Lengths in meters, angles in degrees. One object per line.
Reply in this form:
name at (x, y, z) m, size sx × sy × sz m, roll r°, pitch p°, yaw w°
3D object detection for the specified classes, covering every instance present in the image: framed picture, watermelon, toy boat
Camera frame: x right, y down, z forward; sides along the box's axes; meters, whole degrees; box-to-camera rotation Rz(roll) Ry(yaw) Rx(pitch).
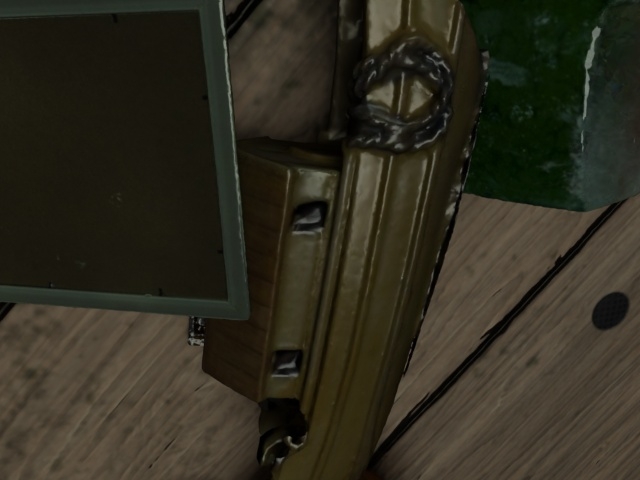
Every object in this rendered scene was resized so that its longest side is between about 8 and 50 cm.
framed picture at (-0.181, -0.051, 0.380) m, size 0.275 × 0.017 × 0.216 m, roll 4°, pitch 112°, yaw 10°
watermelon at (0.216, -0.162, 0.433) m, size 0.302 × 0.151 × 0.263 m, roll -5°, pitch 112°, yaw -14°
toy boat at (0.000, 0.000, 0.436) m, size 0.162 × 0.136 × 0.444 m, roll 7°, pitch 112°, yaw -13°

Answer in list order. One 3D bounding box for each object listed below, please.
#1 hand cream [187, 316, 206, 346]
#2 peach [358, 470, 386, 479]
hand cream at (-0.077, 0.019, 0.490) m, size 0.062 × 0.039 × 0.163 m, roll 2°, pitch 117°, yaw -19°
peach at (0.022, 0.304, 0.538) m, size 0.233 × 0.232 × 0.232 m, roll -6°, pitch 113°, yaw -14°
